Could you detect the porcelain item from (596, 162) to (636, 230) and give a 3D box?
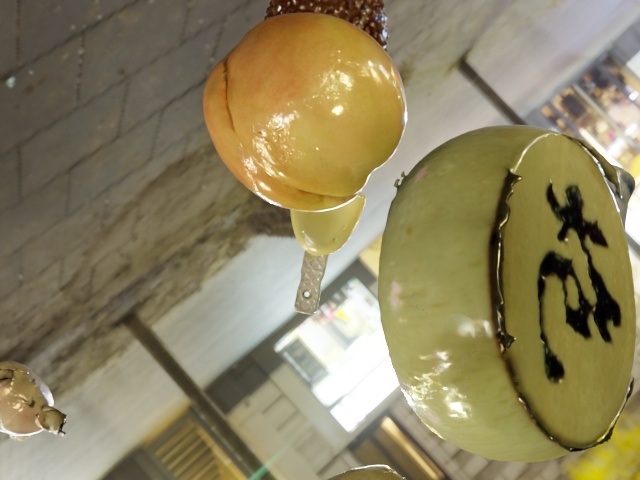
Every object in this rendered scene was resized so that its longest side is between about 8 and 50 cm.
[{"bbox_3d":[0.400,0.009,1.500,0.259,0.141,0.141,-64,-178,-24],"label":"porcelain item"}]

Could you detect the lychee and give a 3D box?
[{"bbox_3d":[0.010,-0.287,1.387,0.188,0.188,0.188,-42,173,-6],"label":"lychee"}]

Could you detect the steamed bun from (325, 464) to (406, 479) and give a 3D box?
[{"bbox_3d":[0.020,0.315,0.699,0.206,0.275,0.320,-18,-165,-23],"label":"steamed bun"}]

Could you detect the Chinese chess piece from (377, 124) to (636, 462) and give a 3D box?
[{"bbox_3d":[0.209,0.053,1.040,0.146,0.349,0.349,-6,-161,39],"label":"Chinese chess piece"}]

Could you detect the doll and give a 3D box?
[{"bbox_3d":[-0.430,0.221,1.391,0.095,0.149,0.192,-52,-163,-20],"label":"doll"}]

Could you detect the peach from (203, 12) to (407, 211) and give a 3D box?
[{"bbox_3d":[-0.016,-0.120,0.913,0.184,0.184,0.184,-42,173,-6],"label":"peach"}]

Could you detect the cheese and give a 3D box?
[{"bbox_3d":[0.000,0.000,1.685,0.050,0.127,0.255,-32,132,-80],"label":"cheese"}]
